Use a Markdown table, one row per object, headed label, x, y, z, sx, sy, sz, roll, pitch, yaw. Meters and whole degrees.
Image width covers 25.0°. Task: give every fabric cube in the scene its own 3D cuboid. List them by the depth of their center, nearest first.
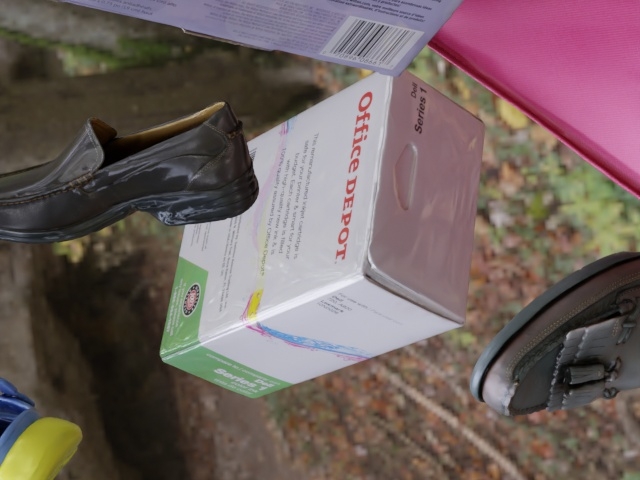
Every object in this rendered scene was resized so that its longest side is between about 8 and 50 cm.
| label | x | y | z | sx | sy | sz | roll | pitch | yaw |
| --- | --- | --- | --- | --- | --- | --- | --- | --- | --- |
| fabric cube | 0.267 | -0.199 | 0.998 | 0.254 | 0.258 | 0.259 | 38 | 127 | 8 |

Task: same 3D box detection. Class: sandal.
| label | x | y | z | sx | sy | sz | roll | pitch | yaw |
| --- | --- | --- | --- | --- | --- | --- | --- | --- | --- |
| sandal | -0.312 | 0.194 | 1.350 | 0.126 | 0.138 | 0.317 | -55 | 3 | -27 |

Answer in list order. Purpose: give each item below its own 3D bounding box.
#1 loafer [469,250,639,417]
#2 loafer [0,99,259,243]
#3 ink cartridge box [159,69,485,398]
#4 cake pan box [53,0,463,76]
| label | x | y | z | sx | sy | sz | roll | pitch | yaw |
| --- | --- | --- | --- | --- | --- | --- | --- | --- | --- |
| loafer | 0.224 | 0.060 | 1.017 | 0.084 | 0.267 | 0.096 | 42 | 141 | 31 |
| loafer | -0.121 | -0.040 | 0.793 | 0.062 | 0.170 | 0.061 | -106 | 7 | -62 |
| ink cartridge box | 0.000 | 0.000 | 1.239 | 0.278 | 0.117 | 0.201 | -24 | 48 | 45 |
| cake pan box | 0.000 | -0.208 | 0.819 | 0.246 | 0.267 | 0.070 | -47 | 42 | 48 |
